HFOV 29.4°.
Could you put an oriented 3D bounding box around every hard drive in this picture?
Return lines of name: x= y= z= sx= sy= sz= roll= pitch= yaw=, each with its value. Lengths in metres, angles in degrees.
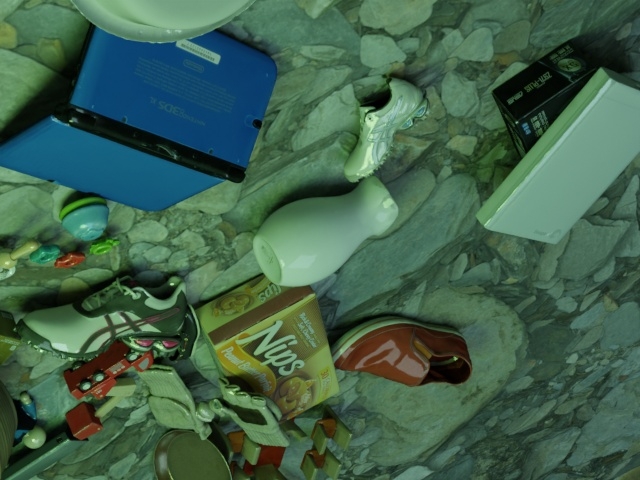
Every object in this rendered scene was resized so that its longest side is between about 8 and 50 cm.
hard drive: x=0.407 y=-0.126 z=1.932 sx=0.203 sy=0.040 sz=0.307 roll=10 pitch=127 yaw=-43
hard drive: x=-0.457 y=0.357 z=2.005 sx=0.135 sy=0.022 sz=0.094 roll=-33 pitch=167 yaw=3

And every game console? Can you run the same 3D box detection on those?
game console: x=-0.238 y=-0.169 z=1.574 sx=0.293 sy=0.173 sz=0.250 roll=18 pitch=90 yaw=-46

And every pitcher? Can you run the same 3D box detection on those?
pitcher: x=0.000 y=0.000 z=1.872 sx=0.207 sy=0.125 sz=0.177 roll=-27 pitch=160 yaw=-25

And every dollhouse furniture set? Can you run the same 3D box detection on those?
dollhouse furniture set: x=-0.108 y=0.421 z=2.295 sx=0.262 sy=0.135 sz=0.259 roll=-3 pitch=124 yaw=-33

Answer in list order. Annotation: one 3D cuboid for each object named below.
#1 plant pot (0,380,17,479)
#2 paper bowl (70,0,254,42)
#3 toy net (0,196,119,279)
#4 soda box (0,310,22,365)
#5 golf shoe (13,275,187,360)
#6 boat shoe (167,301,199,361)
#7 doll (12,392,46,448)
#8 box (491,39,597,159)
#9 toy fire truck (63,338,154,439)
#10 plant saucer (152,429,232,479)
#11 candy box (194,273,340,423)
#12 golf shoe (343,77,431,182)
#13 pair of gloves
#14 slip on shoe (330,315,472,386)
plant pot: x=-0.508 y=0.252 z=1.729 sx=0.110 sy=0.237 sz=0.237 roll=-31 pitch=151 yaw=-42
paper bowl: x=-0.156 y=-0.342 z=1.309 sx=0.284 sy=0.148 sz=0.284 roll=-20 pitch=137 yaw=-20
toy net: x=-0.394 y=0.012 z=1.667 sx=0.232 sy=0.045 sz=0.122 roll=-20 pitch=163 yaw=-11
soda box: x=-0.509 y=0.121 z=1.693 sx=0.061 sy=0.058 sz=0.181 roll=-45 pitch=141 yaw=18
golf shoe: x=-0.319 y=0.105 z=1.794 sx=0.273 sy=0.105 sz=0.120 roll=0 pitch=117 yaw=-42
boat shoe: x=-0.220 y=0.147 z=1.931 sx=0.042 sy=0.049 sz=0.133 roll=-21 pitch=147 yaw=-27
doll: x=-0.502 y=0.287 z=1.896 sx=0.129 sy=0.046 sz=0.189 roll=-50 pitch=141 yaw=5
box: x=0.369 y=-0.200 z=1.918 sx=0.147 sy=0.077 sz=0.180 roll=-33 pitch=143 yaw=2
toy fire truck: x=-0.339 y=0.230 z=1.947 sx=0.192 sy=0.047 sz=0.135 roll=-32 pitch=144 yaw=0
plant saucer: x=-0.220 y=0.407 z=2.159 sx=0.029 sy=0.168 sz=0.168 roll=-31 pitch=157 yaw=-55
candy box: x=-0.082 y=0.189 z=2.039 sx=0.183 sy=0.087 sz=0.316 roll=-28 pitch=143 yaw=-11
golf shoe: x=0.077 y=-0.167 z=1.783 sx=0.086 sy=0.069 sz=0.176 roll=30 pitch=111 yaw=-28
pair of gloves: x=-0.180 y=0.282 z=2.018 sx=0.240 sy=0.042 sz=0.204 roll=8 pitch=146 yaw=15
slip on shoe: x=0.154 y=0.212 z=2.227 sx=0.331 sy=0.101 sz=0.123 roll=9 pitch=130 yaw=-39
